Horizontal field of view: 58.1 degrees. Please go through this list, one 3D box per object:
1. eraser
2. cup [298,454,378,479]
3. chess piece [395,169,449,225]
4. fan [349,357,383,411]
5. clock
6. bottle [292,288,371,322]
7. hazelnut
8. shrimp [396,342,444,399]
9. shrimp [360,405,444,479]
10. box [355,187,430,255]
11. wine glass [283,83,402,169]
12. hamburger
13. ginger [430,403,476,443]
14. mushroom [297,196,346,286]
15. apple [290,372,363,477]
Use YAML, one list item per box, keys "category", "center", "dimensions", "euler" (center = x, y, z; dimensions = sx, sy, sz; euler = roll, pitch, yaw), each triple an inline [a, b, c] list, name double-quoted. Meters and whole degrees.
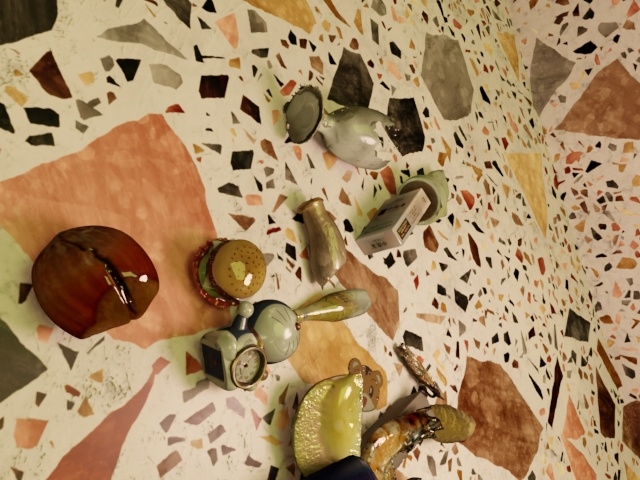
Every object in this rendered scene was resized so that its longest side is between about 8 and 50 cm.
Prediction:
- category: "eraser"
  center: [0.202, 0.565, 1.645]
  dimensions: [0.353, 0.077, 0.111]
  euler: [-27, 95, -46]
- category: "cup"
  center: [-0.002, 0.633, 1.331]
  dimensions: [0.257, 0.255, 0.178]
  euler: [-18, 66, -25]
- category: "chess piece"
  center: [0.390, -0.155, 2.031]
  dimensions: [0.298, 0.176, 0.175]
  euler: [-23, 95, -60]
- category: "fan"
  center: [0.116, 0.458, 1.637]
  dimensions: [0.153, 0.008, 0.226]
  euler: [38, 53, -32]
- category: "clock"
  center: [-0.153, 0.229, 1.337]
  dimensions: [0.243, 0.147, 0.199]
  euler: [-23, 110, -44]
- category: "bottle"
  center: [0.025, 0.185, 1.582]
  dimensions: [0.270, 0.083, 0.083]
  euler: [-6, 81, -41]
- category: "hazelnut"
  center: [-0.426, 0.069, 1.090]
  dimensions: [0.212, 0.181, 0.180]
  euler: [-36, 125, -35]
- category: "shrimp"
  center: [0.310, 0.413, 1.775]
  dimensions: [0.046, 0.152, 0.219]
  euler: [-38, 102, 0]
- category: "shrimp"
  center: [0.230, 0.591, 1.567]
  dimensions: [0.365, 0.071, 0.233]
  euler: [-5, 88, -46]
- category: "box"
  center: [0.231, -0.061, 1.815]
  dimensions: [0.067, 0.155, 0.243]
  euler: [57, 47, -18]
- category: "wine glass"
  center: [0.072, -0.329, 1.721]
  dimensions: [0.357, 0.191, 0.190]
  euler: [12, 69, -38]
- category: "hamburger"
  center: [-0.203, 0.072, 1.344]
  dimensions: [0.175, 0.137, 0.175]
  euler: [14, 70, -45]
- category: "ginger"
  center: [0.408, 0.567, 1.768]
  dimensions: [0.123, 0.193, 0.115]
  euler: [22, 69, -39]
- category: "mushroom"
  center: [0.011, 0.001, 1.616]
  dimensions: [0.096, 0.108, 0.246]
  euler: [-3, 79, -87]
- category: "apple"
  center: [0.003, 0.464, 1.441]
  dimensions: [0.193, 0.120, 0.264]
  euler: [4, 85, -28]
